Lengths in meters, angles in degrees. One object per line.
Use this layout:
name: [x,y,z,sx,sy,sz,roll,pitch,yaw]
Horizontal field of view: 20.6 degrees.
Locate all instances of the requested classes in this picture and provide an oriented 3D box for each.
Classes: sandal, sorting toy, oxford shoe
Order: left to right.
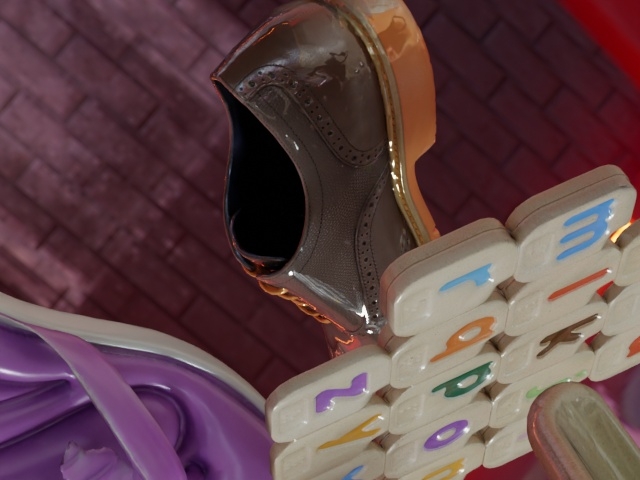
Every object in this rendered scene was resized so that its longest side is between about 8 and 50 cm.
sandal: [-0.170,0.110,0.939,0.416,0.169,0.102,27,-174,-33]
oxford shoe: [0.000,0.000,1.128,0.130,0.133,0.363,34,148,41]
sorting toy: [0.135,0.148,0.456,0.193,0.038,0.208,52,-170,-28]

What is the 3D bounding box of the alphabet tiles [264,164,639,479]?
alphabet tiles: [0.094,0.064,0.977,0.021,0.278,0.284,59,165,29]
